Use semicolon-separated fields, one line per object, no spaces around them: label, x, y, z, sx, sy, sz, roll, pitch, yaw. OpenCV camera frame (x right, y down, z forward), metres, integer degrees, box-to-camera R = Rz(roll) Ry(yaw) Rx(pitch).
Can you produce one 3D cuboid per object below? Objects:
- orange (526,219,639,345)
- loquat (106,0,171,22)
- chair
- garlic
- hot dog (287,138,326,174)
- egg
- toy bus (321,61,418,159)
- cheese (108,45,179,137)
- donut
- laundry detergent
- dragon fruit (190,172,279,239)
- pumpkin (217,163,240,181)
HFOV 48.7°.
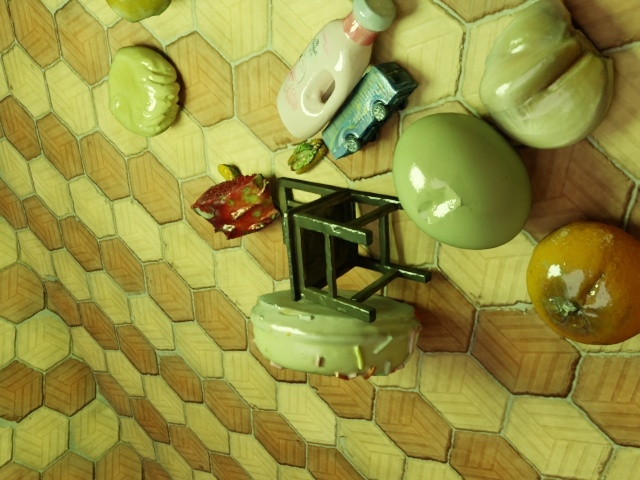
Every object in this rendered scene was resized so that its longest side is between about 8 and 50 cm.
orange;0.463;0.076;1.208;0.224;0.170;0.224;25;134;29
loquat;-0.408;-0.600;1.554;0.179;0.179;0.228;6;113;40
chair;0.000;0.000;1.519;0.415;0.240;0.203;13;118;37
garlic;0.351;-0.243;1.144;0.217;0.110;0.228;47;139;2
hot dog;-0.036;-0.188;1.587;0.056;0.041;0.133;54;139;-1
egg;0.247;-0.102;1.249;0.269;0.219;0.219;48;139;9
toy bus;0.089;-0.252;1.398;0.094;0.079;0.236;51;139;6
cheese;-0.453;-0.382;1.791;0.226;0.117;0.214;42;132;20
donut;0.032;0.200;1.548;0.382;0.382;0.143;9;99;39
laundry detergent;0.025;-0.343;1.375;0.335;0.087;0.159;-43;59;48
dragon fruit;-0.208;-0.060;1.752;0.274;0.126;0.161;-7;125;52
pumpkin;-0.223;-0.164;1.787;0.050;0.028;0.083;-6;122;49
